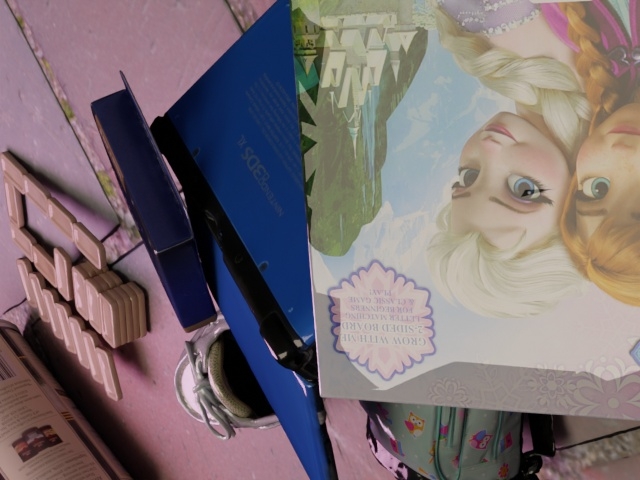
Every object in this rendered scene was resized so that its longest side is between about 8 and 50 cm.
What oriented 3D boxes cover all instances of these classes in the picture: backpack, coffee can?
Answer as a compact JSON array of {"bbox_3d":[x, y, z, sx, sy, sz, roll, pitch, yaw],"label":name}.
[{"bbox_3d":[0.092,0.097,1.064,0.152,0.115,0.182,32,131,41],"label":"backpack"},{"bbox_3d":[-0.351,0.254,1.655,0.275,0.202,0.201,48,142,23],"label":"coffee can"}]

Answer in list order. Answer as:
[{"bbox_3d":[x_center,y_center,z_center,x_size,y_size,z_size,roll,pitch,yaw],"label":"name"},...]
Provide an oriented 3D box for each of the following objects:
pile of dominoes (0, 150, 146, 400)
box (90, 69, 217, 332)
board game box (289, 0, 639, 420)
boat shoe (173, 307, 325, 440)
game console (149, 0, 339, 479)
[{"bbox_3d":[-0.265,0.034,1.569,0.251,0.040,0.196,39,139,43],"label":"pile of dominoes"},{"bbox_3d":[-0.130,-0.026,1.140,0.225,0.037,0.136,89,157,-67],"label":"box"},{"bbox_3d":[0.142,-0.061,0.791,0.319,0.066,0.317,1,104,25],"label":"board game box"},{"bbox_3d":[-0.051,0.108,1.262,0.320,0.103,0.118,-17,97,54],"label":"boat shoe"},{"bbox_3d":[0.000,0.000,1.068,0.173,0.250,0.293,38,-167,-43],"label":"game console"}]
